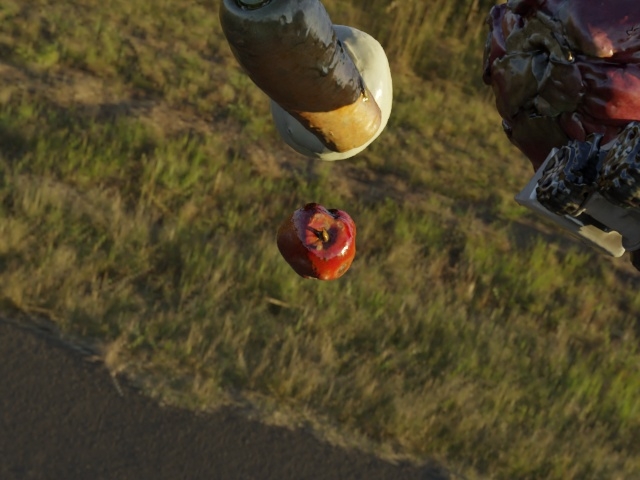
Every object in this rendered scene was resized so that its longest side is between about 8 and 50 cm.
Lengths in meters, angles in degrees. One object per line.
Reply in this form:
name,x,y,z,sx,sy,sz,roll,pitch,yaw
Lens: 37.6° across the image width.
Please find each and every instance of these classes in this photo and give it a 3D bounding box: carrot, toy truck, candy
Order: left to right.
carrot,-0.027,-0.230,1.221,0.138,0.139,0.302,37,-10,40
candy,0.024,-0.308,1.975,0.295,0.296,0.185,27,18,21
toy truck,0.260,-0.045,0.733,0.136,0.111,0.286,31,-7,-9

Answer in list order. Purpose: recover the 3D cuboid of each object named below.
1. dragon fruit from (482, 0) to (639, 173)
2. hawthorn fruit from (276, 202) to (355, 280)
dragon fruit,0.344,-0.197,1.065,0.329,0.329,0.329,16,21,-6
hawthorn fruit,0.000,0.000,0.995,0.093,0.093,0.093,16,21,-6
